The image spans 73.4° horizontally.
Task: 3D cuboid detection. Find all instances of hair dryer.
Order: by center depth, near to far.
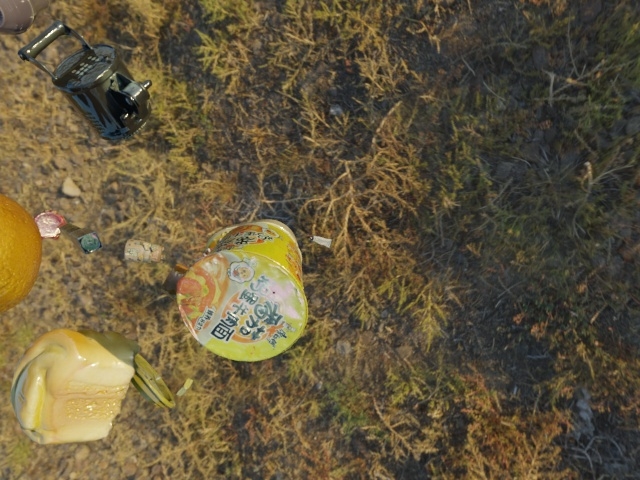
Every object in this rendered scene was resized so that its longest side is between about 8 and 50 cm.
[{"bbox_3d":[-0.778,-0.681,0.992,0.121,0.301,0.361,-12,126,-3],"label":"hair dryer"}]

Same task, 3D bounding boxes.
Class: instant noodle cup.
[{"bbox_3d":[-0.146,0.093,0.921,0.264,0.200,0.265,1,115,3],"label":"instant noodle cup"}]

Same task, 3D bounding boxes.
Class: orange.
[{"bbox_3d":[-0.912,0.039,1.126,0.357,0.322,0.322,50,119,40],"label":"orange"}]

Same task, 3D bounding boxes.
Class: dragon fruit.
[{"bbox_3d":[-1.065,-0.056,1.678,0.068,0.112,0.127,-21,76,49],"label":"dragon fruit"}]

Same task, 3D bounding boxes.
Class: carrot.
[{"bbox_3d":[-0.323,0.193,1.267,0.301,0.139,0.139,36,115,-11],"label":"carrot"}]

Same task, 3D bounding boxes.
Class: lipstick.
[{"bbox_3d":[-0.707,-0.016,1.244,0.312,0.051,0.051,13,127,48],"label":"lipstick"}]

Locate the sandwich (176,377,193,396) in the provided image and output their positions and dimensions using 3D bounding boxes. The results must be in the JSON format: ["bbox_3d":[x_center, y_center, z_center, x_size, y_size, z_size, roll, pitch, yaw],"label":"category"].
[{"bbox_3d":[-0.577,0.626,1.826,0.031,0.083,0.044,39,155,-11],"label":"sandwich"}]

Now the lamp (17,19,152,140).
[{"bbox_3d":[-0.675,-0.453,1.336,0.373,0.272,0.205,30,66,7],"label":"lamp"}]

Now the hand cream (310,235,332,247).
[{"bbox_3d":[0.000,0.000,1.476,0.019,0.093,0.030,22,94,49],"label":"hand cream"}]

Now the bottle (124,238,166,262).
[{"bbox_3d":[-0.698,0.046,1.722,0.152,0.099,0.099,9,104,-12],"label":"bottle"}]

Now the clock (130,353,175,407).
[{"bbox_3d":[-0.555,0.453,1.371,0.057,0.237,0.237,-40,72,-18],"label":"clock"}]

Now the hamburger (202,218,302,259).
[{"bbox_3d":[-0.204,0.052,1.290,0.295,0.151,0.227,-13,122,5],"label":"hamburger"}]

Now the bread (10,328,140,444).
[{"bbox_3d":[-0.672,0.381,1.165,0.211,0.270,0.316,25,97,51],"label":"bread"}]
